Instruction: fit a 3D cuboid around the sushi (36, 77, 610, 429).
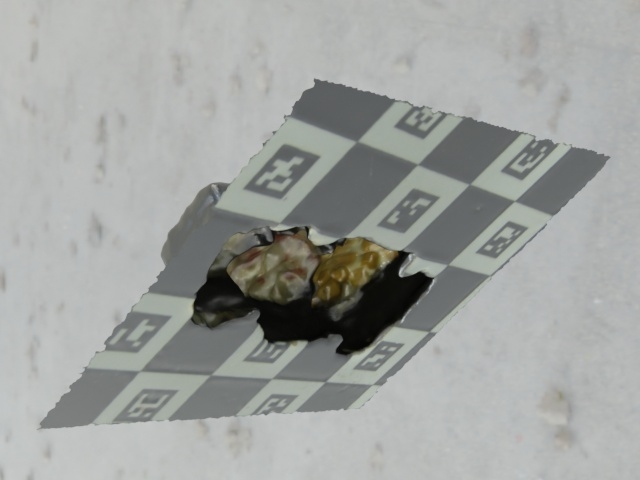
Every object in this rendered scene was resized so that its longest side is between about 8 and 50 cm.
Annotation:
[{"bbox_3d":[0.000,0.000,0.485,0.192,0.215,0.050,-49,58,25],"label":"sushi"}]
